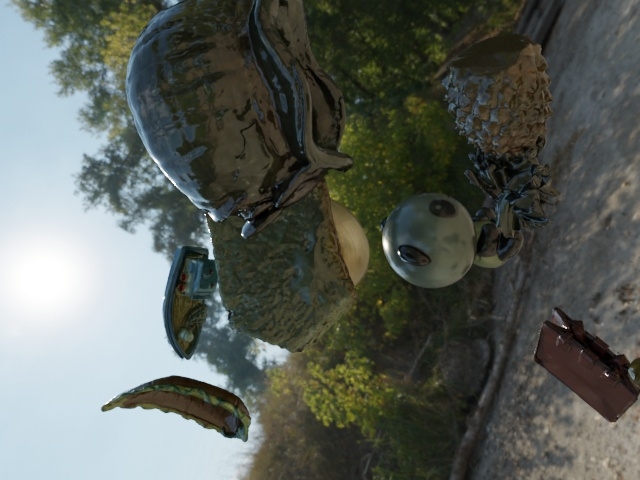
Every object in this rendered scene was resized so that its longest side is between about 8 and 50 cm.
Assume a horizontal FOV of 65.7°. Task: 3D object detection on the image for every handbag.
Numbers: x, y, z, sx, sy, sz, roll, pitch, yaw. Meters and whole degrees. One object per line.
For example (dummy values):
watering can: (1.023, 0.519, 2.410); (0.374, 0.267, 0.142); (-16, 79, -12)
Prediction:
handbag: (0.668, 0.318, 1.246); (0.084, 0.260, 0.276); (-39, -37, -8)

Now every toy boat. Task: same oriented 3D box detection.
toy boat: (-0.272, 0.133, 1.052); (0.109, 0.098, 0.238); (9, -89, -56)
toy boat: (-0.276, 0.328, 0.996); (0.099, 0.292, 0.109); (-89, 25, -47)

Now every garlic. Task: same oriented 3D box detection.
garlic: (0.000, 0.000, 1.314); (0.286, 0.249, 0.314); (-26, -74, -84)

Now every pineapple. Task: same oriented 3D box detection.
pineapple: (0.143, -0.068, 0.373); (0.159, 0.074, 0.074); (62, -141, -35)

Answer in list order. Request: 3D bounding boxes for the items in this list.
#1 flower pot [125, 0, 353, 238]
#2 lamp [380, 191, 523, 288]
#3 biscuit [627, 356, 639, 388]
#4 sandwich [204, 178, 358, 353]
flower pot: (-0.087, -0.165, 0.648); (0.302, 0.213, 0.302); (-18, -90, -75)
lamp: (0.240, -0.002, 0.946); (0.197, 0.243, 0.198); (178, 90, -82)
biscuit: (0.330, 0.165, 0.398); (0.045, 0.154, 0.299); (-46, 1, 13)
sandwich: (-0.073, 0.062, 0.984); (0.131, 0.262, 0.326); (76, 178, -82)
